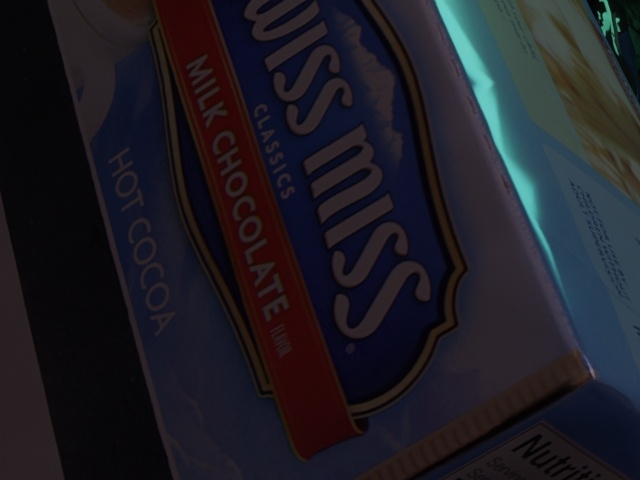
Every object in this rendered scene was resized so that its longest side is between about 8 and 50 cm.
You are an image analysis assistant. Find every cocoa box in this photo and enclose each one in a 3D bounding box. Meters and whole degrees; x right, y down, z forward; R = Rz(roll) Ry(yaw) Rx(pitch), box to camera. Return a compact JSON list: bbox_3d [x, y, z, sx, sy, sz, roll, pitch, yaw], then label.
[{"bbox_3d":[0.000,0.000,0.660,0.231,0.228,0.347,34,30,-48],"label":"cocoa box"}]

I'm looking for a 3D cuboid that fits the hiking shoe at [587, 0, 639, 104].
[{"bbox_3d":[0.154,-0.007,0.998,0.132,0.113,0.304,28,51,-41],"label":"hiking shoe"}]

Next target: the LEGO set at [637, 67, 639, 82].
[{"bbox_3d":[0.362,-0.156,1.181,0.192,0.255,0.331,36,31,8],"label":"LEGO set"}]
